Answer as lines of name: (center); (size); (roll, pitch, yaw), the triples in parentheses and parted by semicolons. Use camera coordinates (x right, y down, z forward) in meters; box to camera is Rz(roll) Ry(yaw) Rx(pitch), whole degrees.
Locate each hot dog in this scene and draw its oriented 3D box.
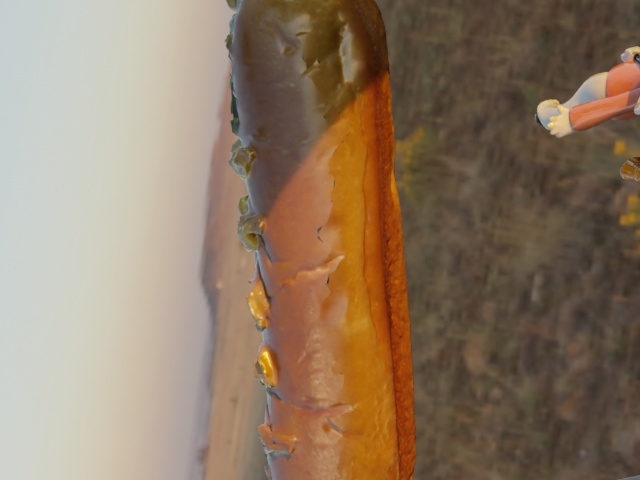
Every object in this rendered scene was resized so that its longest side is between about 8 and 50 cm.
hot dog: (0.000, 0.000, 0.366); (0.071, 0.045, 0.165); (-84, -12, -75)

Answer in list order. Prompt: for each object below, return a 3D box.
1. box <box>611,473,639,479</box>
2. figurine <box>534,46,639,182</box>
box: (0.077, 0.236, 0.590); (0.252, 0.188, 0.153); (-37, -76, -52)
figurine: (0.104, -0.040, 0.410); (0.109, 0.064, 0.047); (-175, 69, -73)
